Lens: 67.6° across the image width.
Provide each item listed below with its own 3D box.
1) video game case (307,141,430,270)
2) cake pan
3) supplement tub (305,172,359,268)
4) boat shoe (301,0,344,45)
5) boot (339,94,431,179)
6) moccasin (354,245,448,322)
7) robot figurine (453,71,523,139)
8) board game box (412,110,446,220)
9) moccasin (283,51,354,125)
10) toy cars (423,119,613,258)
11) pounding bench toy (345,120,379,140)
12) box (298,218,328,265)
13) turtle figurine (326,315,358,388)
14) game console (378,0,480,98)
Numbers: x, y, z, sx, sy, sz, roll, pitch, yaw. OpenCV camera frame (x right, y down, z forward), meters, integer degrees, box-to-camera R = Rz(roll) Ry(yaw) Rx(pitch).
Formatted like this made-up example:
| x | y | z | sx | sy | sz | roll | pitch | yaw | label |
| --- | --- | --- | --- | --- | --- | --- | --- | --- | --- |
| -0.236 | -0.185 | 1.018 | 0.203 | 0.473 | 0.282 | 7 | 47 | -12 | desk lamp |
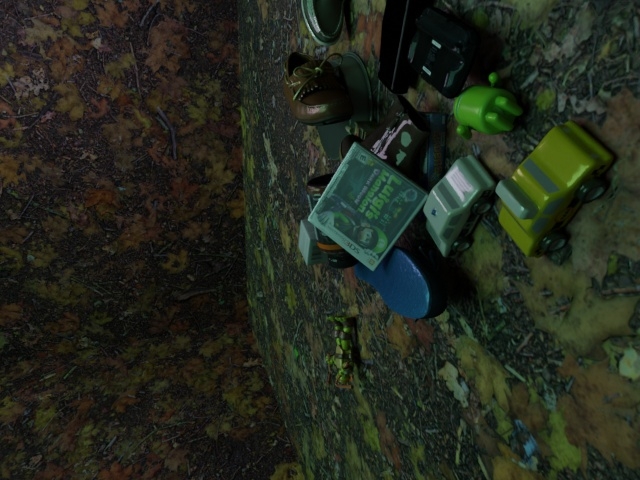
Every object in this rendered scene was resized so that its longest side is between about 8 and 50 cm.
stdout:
| x | y | z | sx | sy | sz | roll | pitch | yaw | label |
| --- | --- | --- | --- | --- | --- | --- | --- | --- | --- |
| 0.087 | -0.063 | 0.919 | 0.173 | 0.022 | 0.190 | 38 | 116 | 12 | video game case |
| 0.053 | -0.343 | 1.269 | 0.293 | 0.054 | 0.292 | 173 | 90 | -72 | cake pan |
| 0.036 | -0.040 | 1.036 | 0.106 | 0.106 | 0.197 | -141 | 36 | -64 | supplement tub |
| 0.012 | -0.645 | 1.182 | 0.091 | 0.109 | 0.304 | -177 | 84 | -76 | boat shoe |
| 0.129 | -0.204 | 0.976 | 0.248 | 0.090 | 0.206 | -115 | 33 | -40 | boot |
| 0.177 | 0.060 | 0.980 | 0.342 | 0.117 | 0.137 | -133 | 52 | -68 | moccasin |
| 0.248 | -0.199 | 0.724 | 0.101 | 0.067 | 0.115 | -63 | 28 | 14 | robot figurine |
| 0.194 | -0.153 | 0.954 | 0.136 | 0.035 | 0.201 | -139 | 44 | -64 | board game box |
| -0.013 | -0.385 | 1.176 | 0.380 | 0.139 | 0.146 | -108 | 10 | -55 | moccasin |
| 0.253 | -0.056 | 0.737 | 0.394 | 0.087 | 0.176 | 173 | 90 | -72 | toy cars |
| 0.096 | -0.242 | 1.133 | 0.052 | 0.083 | 0.065 | -121 | 30 | -49 | pounding bench toy |
| 0.000 | 0.000 | 1.317 | 0.087 | 0.102 | 0.101 | -117 | 25 | -43 | box |
| 0.072 | 0.338 | 1.436 | 0.269 | 0.087 | 0.217 | 149 | 120 | -79 | turtle figurine |
| 0.178 | -0.346 | 0.852 | 0.361 | 0.044 | 0.213 | -107 | 19 | -51 | game console |
